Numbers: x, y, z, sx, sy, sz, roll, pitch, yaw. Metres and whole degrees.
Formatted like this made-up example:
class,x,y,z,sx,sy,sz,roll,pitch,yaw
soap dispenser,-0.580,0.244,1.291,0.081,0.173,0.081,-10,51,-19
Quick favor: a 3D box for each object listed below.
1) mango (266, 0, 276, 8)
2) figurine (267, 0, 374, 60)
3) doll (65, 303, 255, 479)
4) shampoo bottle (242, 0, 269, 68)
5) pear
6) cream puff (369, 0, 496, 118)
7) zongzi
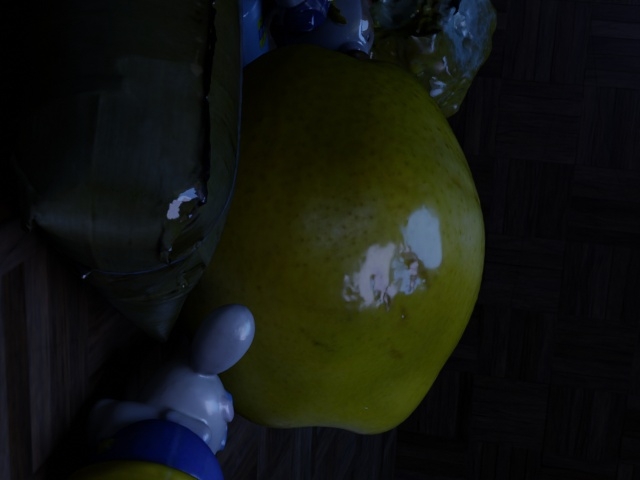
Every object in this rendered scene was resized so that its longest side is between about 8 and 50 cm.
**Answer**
class,x,y,z,sx,sy,sz,roll,pitch,yaw
mango,-0.039,-0.356,1.559,0.122,0.085,0.191,-68,153,-14
figurine,-0.008,-0.268,1.421,0.274,0.133,0.194,-14,81,-81
doll,-0.173,0.223,1.171,0.311,0.159,0.243,120,-27,-57
shampoo bottle,-0.094,-0.238,1.405,0.104,0.061,0.258,-79,168,-45
pear,0.000,0.000,1.303,0.362,0.362,0.418,-24,116,-76
cream puff,0.114,-0.322,1.807,0.274,0.269,0.323,49,54,-49
zongzi,-0.146,-0.120,1.030,0.393,0.174,0.356,89,5,-72
